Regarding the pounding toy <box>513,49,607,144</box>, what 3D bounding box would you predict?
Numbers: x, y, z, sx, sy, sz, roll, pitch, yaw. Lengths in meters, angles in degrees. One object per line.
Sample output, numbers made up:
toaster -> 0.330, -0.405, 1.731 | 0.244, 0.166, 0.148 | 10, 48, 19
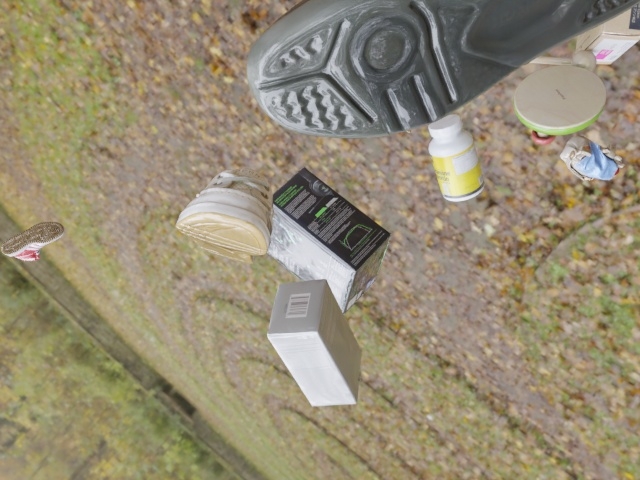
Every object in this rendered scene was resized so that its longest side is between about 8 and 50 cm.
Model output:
pounding toy -> 0.507, -0.289, 1.521 | 0.183, 0.237, 0.110 | -2, 144, 16

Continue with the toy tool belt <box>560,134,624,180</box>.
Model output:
toy tool belt -> 0.336, -0.094, 0.859 | 0.083, 0.052, 0.051 | 22, -170, -17

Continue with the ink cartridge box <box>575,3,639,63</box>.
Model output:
ink cartridge box -> 0.624, -0.500, 1.526 | 0.088, 0.193, 0.234 | 7, -179, 6

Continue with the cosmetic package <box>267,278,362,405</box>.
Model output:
cosmetic package -> -0.003, 0.194, 1.326 | 0.107, 0.127, 0.238 | -7, 133, 16

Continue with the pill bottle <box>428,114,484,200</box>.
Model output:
pill bottle -> 0.308, -0.191, 1.641 | 0.103, 0.103, 0.184 | 14, 135, 49

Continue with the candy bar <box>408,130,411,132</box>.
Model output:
candy bar -> 0.248, -0.342, 2.076 | 0.040, 0.018, 0.161 | 26, -158, -1

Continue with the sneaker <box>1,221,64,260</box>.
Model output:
sneaker -> -0.523, 0.002, 1.328 | 0.067, 0.118, 0.042 | 66, -176, -74

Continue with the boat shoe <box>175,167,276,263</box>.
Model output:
boat shoe -> -0.097, -0.037, 0.789 | 0.098, 0.096, 0.277 | 19, 172, -7

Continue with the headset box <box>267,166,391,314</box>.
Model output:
headset box -> 0.000, 0.000, 1.671 | 0.283, 0.131, 0.246 | 38, 154, 16

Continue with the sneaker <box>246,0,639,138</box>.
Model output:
sneaker -> 0.058, -0.139, 0.389 | 0.130, 0.227, 0.087 | 59, 177, 48
